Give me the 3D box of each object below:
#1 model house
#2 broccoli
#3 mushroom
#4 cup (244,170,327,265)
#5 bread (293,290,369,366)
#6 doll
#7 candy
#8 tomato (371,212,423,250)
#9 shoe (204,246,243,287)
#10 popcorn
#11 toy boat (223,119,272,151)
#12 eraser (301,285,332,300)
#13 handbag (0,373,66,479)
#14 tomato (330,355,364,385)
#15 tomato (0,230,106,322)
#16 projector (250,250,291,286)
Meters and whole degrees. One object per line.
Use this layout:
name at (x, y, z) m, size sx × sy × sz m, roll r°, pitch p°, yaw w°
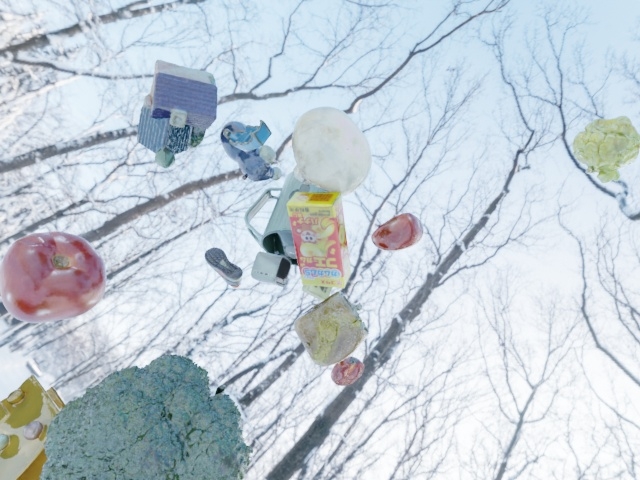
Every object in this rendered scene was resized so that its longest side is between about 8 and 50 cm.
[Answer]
model house at (-0.488, -0.418, 1.430) m, size 0.312 × 0.245 × 0.280 m, roll -65°, pitch -146°, yaw 29°
broccoli at (-0.260, 0.333, 0.653) m, size 0.321 × 0.303 × 0.284 m, roll -120°, pitch -167°, yaw -46°
mushroom at (0.016, -0.245, 1.213) m, size 0.234 × 0.253 × 0.261 m, roll -27°, pitch -117°, yaw 43°
cup at (-0.119, -0.115, 1.896) m, size 0.400 × 0.393 × 0.310 m, roll 24°, pitch -32°, yaw -19°
bread at (0.047, 0.297, 1.409) m, size 0.196 × 0.246 × 0.176 m, roll 57°, pitch -6°, yaw -6°
doll at (-0.272, -0.339, 1.569) m, size 0.259 × 0.153 × 0.228 m, roll 57°, pitch -4°, yaw 18°
candy at (0.000, 0.000, 1.192) m, size 0.146 × 0.088 × 0.276 m, roll 3°, pitch -57°, yaw 18°
tomato at (0.270, -0.008, 1.414) m, size 0.174 × 0.166 × 0.082 m, roll -32°, pitch -123°, yaw 19°
shoe at (-0.347, 0.100, 1.474) m, size 0.194 × 0.074 × 0.077 m, roll 35°, pitch -39°, yaw 31°
popcorn at (0.684, -0.224, 0.994) m, size 0.141 × 0.135 × 0.163 m, roll 21°, pitch -74°, yaw 15°
toy boat at (-0.218, -0.307, 1.200) m, size 0.077 × 0.075 × 0.185 m, roll 43°, pitch -20°, yaw -30°
eraser at (0.005, 0.154, 1.739) m, size 0.117 × 0.172 × 0.058 m, roll 30°, pitch -18°, yaw -26°
handbag at (-0.754, 0.516, 0.911) m, size 0.282 × 0.401 × 0.133 m, roll 17°, pitch -37°, yaw 41°
tomato at (0.106, 0.564, 1.835) m, size 0.091 × 0.159 × 0.139 m, roll 42°, pitch -62°, yaw 47°
tomato at (-0.814, 0.123, 1.265) m, size 0.226 × 0.298 × 0.299 m, roll -43°, pitch -95°, yaw 26°
projector at (-0.143, 0.084, 1.210) m, size 0.082 × 0.083 × 0.083 m, roll 11°, pitch -14°, yaw 23°
